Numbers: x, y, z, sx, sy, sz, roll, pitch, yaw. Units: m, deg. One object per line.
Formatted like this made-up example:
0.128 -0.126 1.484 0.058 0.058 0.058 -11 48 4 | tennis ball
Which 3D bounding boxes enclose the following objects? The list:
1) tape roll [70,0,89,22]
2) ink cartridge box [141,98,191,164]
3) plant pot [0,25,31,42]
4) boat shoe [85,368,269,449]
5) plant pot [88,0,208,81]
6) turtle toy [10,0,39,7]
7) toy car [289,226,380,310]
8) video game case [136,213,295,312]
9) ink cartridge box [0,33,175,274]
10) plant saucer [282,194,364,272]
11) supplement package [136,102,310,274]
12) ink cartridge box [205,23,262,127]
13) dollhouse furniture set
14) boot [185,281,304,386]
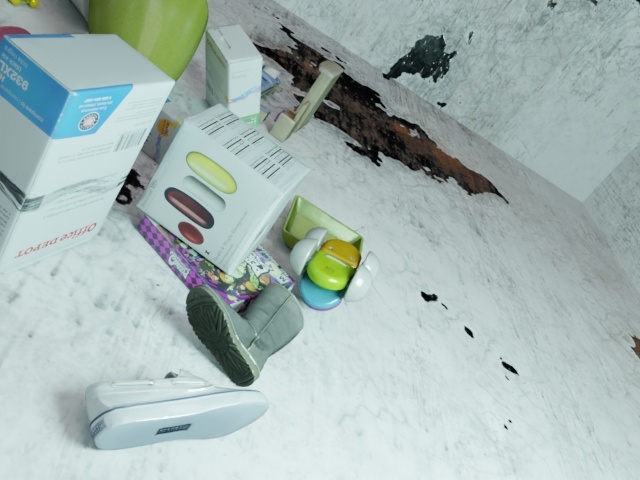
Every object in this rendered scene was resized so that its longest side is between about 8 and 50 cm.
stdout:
-0.515 -0.654 1.772 0.169 0.246 0.246 49 28 24 | tape roll
-0.299 -0.206 1.460 0.181 0.104 0.061 38 26 2 | ink cartridge box
-0.500 -0.210 1.146 0.180 0.201 0.201 54 27 -1 | plant pot
-0.181 0.209 0.939 0.258 0.095 0.084 9 41 -45 | boat shoe
-0.400 -0.437 1.588 0.275 0.275 0.293 23 46 -27 | plant pot
-0.704 -0.591 1.634 0.095 0.066 0.130 45 27 16 | turtle toy
0.017 0.069 1.368 0.159 0.136 0.182 28 22 5 | toy car
-0.184 0.028 1.291 0.232 0.042 0.210 46 29 18 | video game case
-0.374 -0.128 1.013 0.129 0.307 0.223 39 26 8 | ink cartridge box
0.000 0.000 1.560 0.188 0.045 0.188 33 27 -9 | plant saucer
-0.167 -0.092 1.237 0.203 0.194 0.149 36 27 1 | supplement package
-0.213 -0.393 1.735 0.093 0.212 0.154 -18 52 -21 | ink cartridge box
-0.134 -0.469 1.990 0.303 0.198 0.286 36 26 -1 | dollhouse furniture set
-0.112 0.115 1.155 0.189 0.076 0.208 64 33 -14 | boot
